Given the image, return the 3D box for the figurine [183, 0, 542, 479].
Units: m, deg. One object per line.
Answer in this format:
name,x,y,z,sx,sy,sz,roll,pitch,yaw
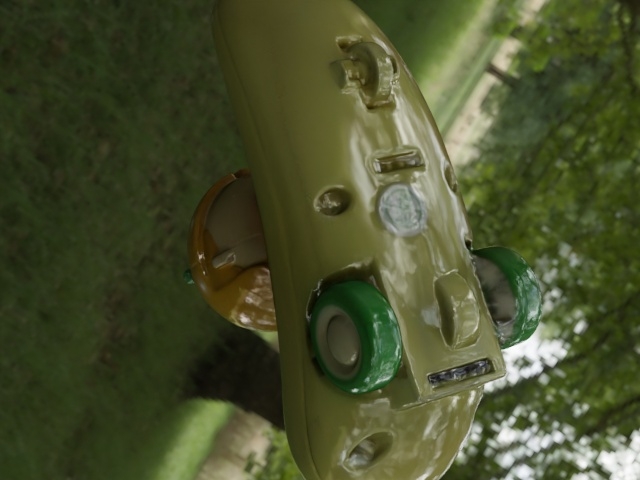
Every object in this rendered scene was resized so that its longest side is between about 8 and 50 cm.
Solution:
figurine,0.000,0.000,0.736,0.124,0.324,0.222,-13,171,-32
